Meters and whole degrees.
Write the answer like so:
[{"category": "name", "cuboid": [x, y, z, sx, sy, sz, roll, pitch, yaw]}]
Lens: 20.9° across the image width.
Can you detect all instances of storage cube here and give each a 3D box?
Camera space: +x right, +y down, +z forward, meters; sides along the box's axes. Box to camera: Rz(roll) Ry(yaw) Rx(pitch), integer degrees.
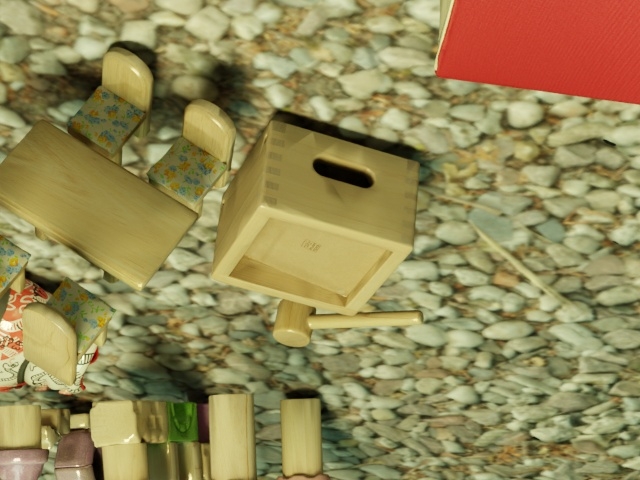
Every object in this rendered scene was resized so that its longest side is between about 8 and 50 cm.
[{"category": "storage cube", "cuboid": [0.174, -0.200, 0.973, 0.193, 0.183, 0.215, 8, 149, -3]}]

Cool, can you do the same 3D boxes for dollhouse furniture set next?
[{"category": "dollhouse furniture set", "cuboid": [-0.206, -0.065, 1.239, 0.242, 0.212, 0.161, 31, 152, 9]}]

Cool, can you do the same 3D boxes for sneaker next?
[{"category": "sneaker", "cuboid": [-0.307, 0.125, 1.679, 0.145, 0.090, 0.270, 21, 143, -20]}]

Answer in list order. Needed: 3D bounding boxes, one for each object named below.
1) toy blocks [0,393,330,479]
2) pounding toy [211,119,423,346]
[{"category": "toy blocks", "cuboid": [-0.160, 0.287, 1.686, 0.309, 0.260, 0.288, -4, 173, 16]}, {"category": "pounding toy", "cuboid": [0.007, 0.005, 1.426, 0.181, 0.094, 0.206, 15, 148, -15]}]
